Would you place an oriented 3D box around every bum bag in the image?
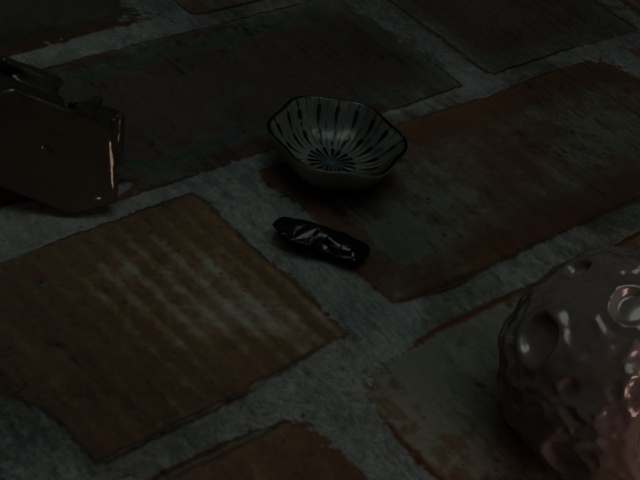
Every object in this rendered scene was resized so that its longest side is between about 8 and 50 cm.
[{"bbox_3d":[0.001,-0.001,1.423,0.125,0.034,0.058,15,25,-2],"label":"bum bag"}]

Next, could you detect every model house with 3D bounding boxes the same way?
[{"bbox_3d":[-0.348,-0.140,1.416,0.229,0.122,0.188,18,24,-19],"label":"model house"}]

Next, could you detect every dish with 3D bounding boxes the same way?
[{"bbox_3d":[0.018,-0.116,1.544,0.191,0.066,0.190,8,38,-7],"label":"dish"}]

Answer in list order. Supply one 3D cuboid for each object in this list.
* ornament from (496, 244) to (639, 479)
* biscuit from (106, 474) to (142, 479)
[{"bbox_3d":[0.304,0.129,1.198,0.260,0.259,0.225,-6,26,-24],"label":"ornament"},{"bbox_3d":[-0.307,0.304,0.870,0.426,0.144,0.078,-18,48,-35],"label":"biscuit"}]
